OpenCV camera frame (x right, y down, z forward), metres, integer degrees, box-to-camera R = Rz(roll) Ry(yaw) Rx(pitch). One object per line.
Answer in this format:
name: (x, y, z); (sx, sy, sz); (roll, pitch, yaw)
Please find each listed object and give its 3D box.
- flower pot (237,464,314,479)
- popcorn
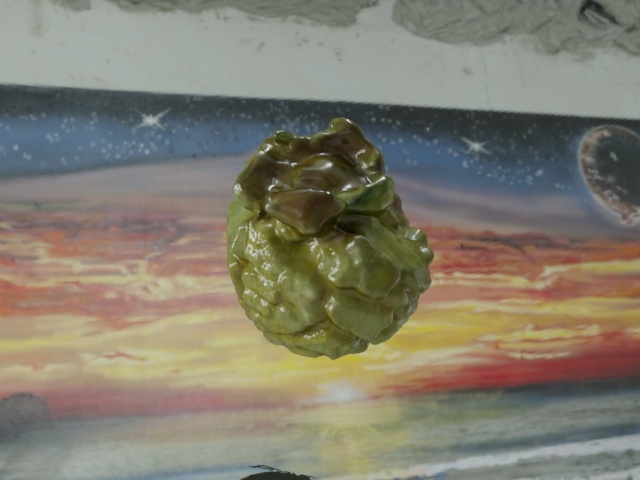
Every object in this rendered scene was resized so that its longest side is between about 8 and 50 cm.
flower pot: (-0.007, 0.214, 0.377); (0.236, 0.140, 0.235); (19, -1, 0)
popcorn: (0.000, 0.000, 0.806); (0.224, 0.257, 0.270); (-22, 4, 6)
